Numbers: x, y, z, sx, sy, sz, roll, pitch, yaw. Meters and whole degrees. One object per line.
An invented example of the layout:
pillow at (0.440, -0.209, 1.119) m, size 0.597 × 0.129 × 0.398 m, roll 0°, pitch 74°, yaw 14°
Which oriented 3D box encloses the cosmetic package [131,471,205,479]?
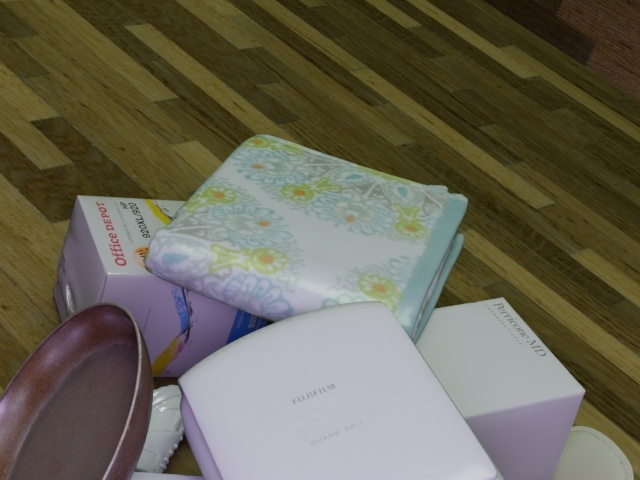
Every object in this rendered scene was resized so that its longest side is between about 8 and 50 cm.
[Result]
cosmetic package at (-0.121, 0.353, 1.271) m, size 0.225 × 0.138 × 0.224 m, roll 7°, pitch 33°, yaw -18°

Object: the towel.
towel at (0.000, 0.000, 1.597) m, size 0.320 × 0.090 × 0.374 m, roll 17°, pitch 28°, yaw 10°

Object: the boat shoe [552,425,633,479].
boat shoe at (0.357, 0.359, 1.576) m, size 0.117 × 0.096 × 0.324 m, roll -26°, pitch 35°, yaw 3°

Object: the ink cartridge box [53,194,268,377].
ink cartridge box at (-0.200, 0.059, 1.654) m, size 0.233 × 0.168 × 0.171 m, roll 2°, pitch 35°, yaw -27°

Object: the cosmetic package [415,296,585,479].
cosmetic package at (0.098, 0.203, 1.531) m, size 0.366 × 0.155 × 0.197 m, roll -9°, pitch 39°, yaw -27°

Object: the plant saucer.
plant saucer at (-0.260, 0.209, 1.296) m, size 0.050 × 0.310 × 0.310 m, roll 34°, pitch 22°, yaw -31°

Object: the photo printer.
photo printer at (0.008, 0.194, 1.283) m, size 0.256 × 0.107 × 0.307 m, roll -20°, pitch 43°, yaw -11°

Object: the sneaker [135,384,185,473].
sneaker at (-0.204, 0.240, 1.472) m, size 0.232 × 0.090 × 0.115 m, roll -14°, pitch 67°, yaw -49°
